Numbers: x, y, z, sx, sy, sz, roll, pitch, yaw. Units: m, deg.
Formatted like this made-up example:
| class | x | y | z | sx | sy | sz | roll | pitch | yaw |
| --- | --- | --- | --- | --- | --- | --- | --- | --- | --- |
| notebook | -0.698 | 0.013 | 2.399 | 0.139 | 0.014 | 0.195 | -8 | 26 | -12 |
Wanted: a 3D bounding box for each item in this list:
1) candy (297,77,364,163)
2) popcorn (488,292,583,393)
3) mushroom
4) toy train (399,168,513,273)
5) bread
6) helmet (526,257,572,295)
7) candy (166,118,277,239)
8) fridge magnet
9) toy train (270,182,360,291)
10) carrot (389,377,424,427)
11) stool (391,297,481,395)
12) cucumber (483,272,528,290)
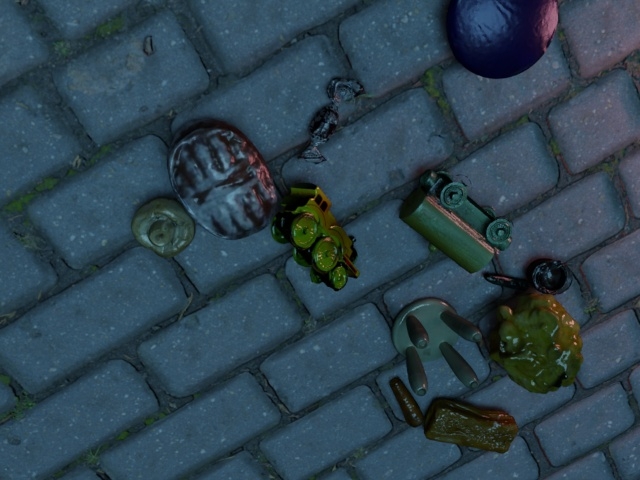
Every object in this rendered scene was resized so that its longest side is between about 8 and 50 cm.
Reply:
| class | x | y | z | sx | sy | sz | roll | pitch | yaw |
| --- | --- | --- | --- | --- | --- | --- | --- | --- | --- |
| candy | 0.021 | -0.276 | 1.594 | 0.094 | 0.051 | 0.226 | 26 | 104 | -22 |
| popcorn | 0.577 | 0.276 | 1.835 | 0.252 | 0.215 | 0.286 | 8 | 118 | 21 |
| mushroom | -0.364 | -0.030 | 1.584 | 0.148 | 0.112 | 0.148 | -3 | 119 | -6 |
| toy train | 0.340 | -0.043 | 1.697 | 0.307 | 0.126 | 0.189 | 36 | 93 | -20 |
| bread | 0.435 | 0.547 | 1.990 | 0.271 | 0.077 | 0.139 | 13 | 112 | -14 |
| helmet | 0.610 | 0.094 | 1.844 | 0.123 | 0.070 | 0.098 | 14 | 98 | -23 |
| candy | -0.222 | -0.134 | 1.547 | 0.214 | 0.157 | 0.289 | -35 | 114 | 0 |
| fridge magnet | 0.409 | -0.501 | 1.544 | 0.266 | 0.112 | 0.265 | -4 | 113 | -9 |
| toy train | 0.000 | 0.000 | 1.645 | 0.160 | 0.100 | 0.296 | -58 | 133 | -22 |
| carrot | 0.244 | 0.459 | 1.934 | 0.055 | 0.055 | 0.161 | -27 | 107 | 1 |
| stool | 0.301 | 0.279 | 1.792 | 0.195 | 0.198 | 0.195 | -5 | 113 | -7 |
| cucumber | 0.500 | 0.111 | 1.851 | 0.133 | 0.032 | 0.032 | 12 | 109 | -16 |
